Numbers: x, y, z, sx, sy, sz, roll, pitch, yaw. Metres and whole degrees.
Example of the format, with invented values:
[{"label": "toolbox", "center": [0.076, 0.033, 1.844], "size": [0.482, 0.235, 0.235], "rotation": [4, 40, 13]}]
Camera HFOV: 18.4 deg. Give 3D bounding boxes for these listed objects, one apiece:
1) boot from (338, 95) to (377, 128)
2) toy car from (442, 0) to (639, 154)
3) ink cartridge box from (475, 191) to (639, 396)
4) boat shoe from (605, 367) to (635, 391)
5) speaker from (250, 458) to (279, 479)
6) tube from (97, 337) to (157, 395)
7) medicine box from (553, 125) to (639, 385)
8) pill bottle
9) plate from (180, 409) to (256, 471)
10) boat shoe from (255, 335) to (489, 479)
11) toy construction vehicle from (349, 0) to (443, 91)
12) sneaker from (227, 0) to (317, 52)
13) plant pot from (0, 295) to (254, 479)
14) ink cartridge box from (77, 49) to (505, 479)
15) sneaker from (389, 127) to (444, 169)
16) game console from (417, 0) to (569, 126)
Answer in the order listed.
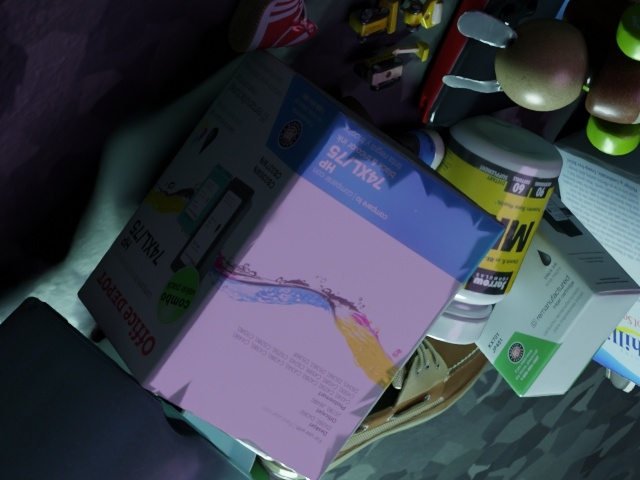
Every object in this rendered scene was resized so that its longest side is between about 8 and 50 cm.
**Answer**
[{"label": "boot", "center": [0.000, 0.000, 1.870], "size": [0.115, 0.112, 0.305], "rotation": [-26, 139, -16]}, {"label": "toy car", "center": [0.208, -0.173, 1.787], "size": [0.188, 0.149, 0.155], "rotation": [0, 142, -8]}, {"label": "ink cartridge box", "center": [0.209, 0.037, 2.056], "size": [0.087, 0.208, 0.153], "rotation": [-1, 132, -45]}, {"label": "boat shoe", "center": [0.391, 0.067, 2.456], "size": [0.335, 0.095, 0.112], "rotation": [102, 10, -54]}, {"label": "speaker", "center": [-0.172, 0.280, 2.026], "size": [0.296, 0.131, 0.131], "rotation": [-6, 137, -46]}, {"label": "tube", "center": [-0.129, 0.119, 1.933], "size": [0.070, 0.062, 0.240], "rotation": [-5, 177, 34]}, {"label": "medicine box", "center": [0.419, -0.017, 2.184], "size": [0.263, 0.149, 0.289], "rotation": [-27, 122, -23]}, {"label": "pill bottle", "center": [0.151, -0.010, 1.968], "size": [0.119, 0.119, 0.208], "rotation": [-3, 121, -48]}, {"label": "plate", "center": [-0.113, 0.206, 1.948], "size": [0.188, 0.024, 0.188], "rotation": [-43, 143, -45]}, {"label": "boat shoe", "center": [0.073, 0.142, 2.090], "size": [0.324, 0.122, 0.120], "rotation": [-34, 166, -26]}, {"label": "toy construction vehicle", "center": [0.062, -0.183, 1.760], "size": [0.098, 0.035, 0.086], "rotation": [-24, 137, -31]}, {"label": "sneaker", "center": [-0.024, -0.202, 1.615], "size": [0.067, 0.042, 0.118], "rotation": [-6, 144, -41]}, {"label": "plant pot", "center": [-0.252, 0.251, 1.657], "size": [0.334, 0.341, 0.341], "rotation": [-49, 152, -6]}, {"label": "ink cartridge box", "center": [-0.030, 0.019, 1.650], "size": [0.197, 0.198, 0.270], "rotation": [33, 95, -31]}, {"label": "sneaker", "center": [0.059, -0.040, 1.919], "size": [0.084, 0.058, 0.152], "rotation": [-10, 136, -51]}, {"label": "game console", "center": [0.292, -0.264, 1.888], "size": [0.386, 0.060, 0.342], "rotation": [-15, 142, -37]}]
